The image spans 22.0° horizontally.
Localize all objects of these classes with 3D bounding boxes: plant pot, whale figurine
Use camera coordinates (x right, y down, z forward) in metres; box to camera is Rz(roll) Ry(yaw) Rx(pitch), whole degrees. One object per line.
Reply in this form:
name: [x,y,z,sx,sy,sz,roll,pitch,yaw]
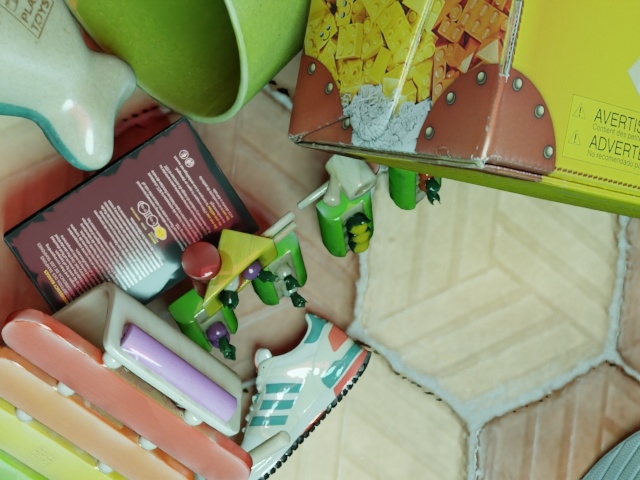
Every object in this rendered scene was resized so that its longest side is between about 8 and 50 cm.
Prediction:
plant pot: [-0.039,-0.279,1.201,0.293,0.275,0.274,-38,99,-22]
whale figurine: [-0.260,-0.149,1.167,0.272,0.141,0.216,37,45,-30]

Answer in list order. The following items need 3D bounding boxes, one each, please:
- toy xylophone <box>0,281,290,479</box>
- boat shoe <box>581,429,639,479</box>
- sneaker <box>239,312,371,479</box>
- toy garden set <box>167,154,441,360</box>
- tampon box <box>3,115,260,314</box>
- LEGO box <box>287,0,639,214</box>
toy xylophone: [-0.165,0.148,1.188,0.236,0.323,0.081,32,44,-18]
boat shoe: [0.239,0.257,1.358,0.076,0.083,0.226,37,92,-30]
sneaker: [-0.036,0.128,1.309,0.075,0.057,0.161,42,86,7]
toy garden set: [0.000,0.000,1.226,0.244,0.204,0.049,-35,75,-7]
tampon box: [-0.146,-0.006,1.241,0.161,0.120,0.101,-34,97,-7]
LEGO box: [0.254,-0.201,1.170,0.500,0.193,0.372,10,90,-39]
